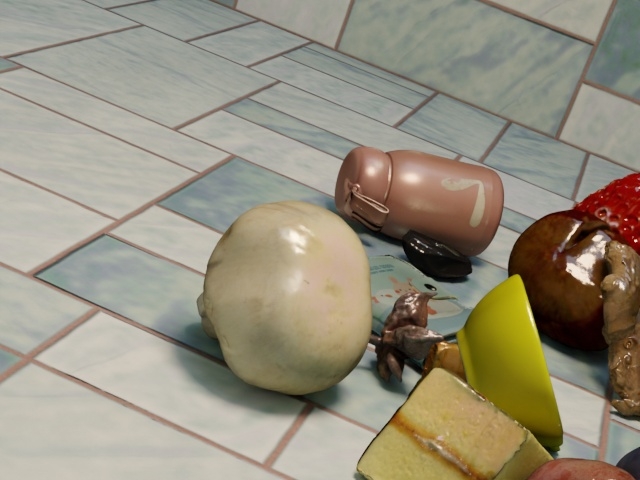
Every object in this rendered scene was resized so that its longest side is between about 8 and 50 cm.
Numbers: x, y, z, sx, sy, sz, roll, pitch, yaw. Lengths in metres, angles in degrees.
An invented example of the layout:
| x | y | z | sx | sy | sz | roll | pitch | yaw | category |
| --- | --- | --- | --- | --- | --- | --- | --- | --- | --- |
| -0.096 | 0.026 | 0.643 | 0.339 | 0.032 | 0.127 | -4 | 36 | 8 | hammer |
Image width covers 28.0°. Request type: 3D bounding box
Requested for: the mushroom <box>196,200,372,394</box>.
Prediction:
| x | y | z | sx | sy | sz | roll | pitch | yaw | category |
| --- | --- | --- | --- | --- | --- | --- | --- | --- | --- |
| -0.058 | 0.082 | 1.681 | 0.234 | 0.254 | 0.260 | -18 | 14 | 41 | mushroom |

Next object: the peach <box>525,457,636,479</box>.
| x | y | z | sx | sy | sz | roll | pitch | yaw | category |
| --- | --- | --- | --- | --- | --- | --- | --- | --- | --- |
| 0.286 | 0.325 | 1.427 | 0.152 | 0.152 | 0.152 | 18 | 19 | -6 | peach |

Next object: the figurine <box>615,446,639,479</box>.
| x | y | z | sx | sy | sz | roll | pitch | yaw | category |
| --- | --- | --- | --- | --- | --- | --- | --- | --- | --- |
| 0.465 | 0.332 | 1.602 | 0.222 | 0.145 | 0.145 | 20 | 19 | -6 | figurine |

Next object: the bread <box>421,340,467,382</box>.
| x | y | z | sx | sy | sz | roll | pitch | yaw | category |
| --- | --- | --- | --- | --- | --- | --- | --- | --- | --- |
| 0.210 | 0.184 | 1.841 | 0.132 | 0.074 | 0.053 | 12 | 9 | -28 | bread |

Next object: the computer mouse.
| x | y | z | sx | sy | sz | roll | pitch | yaw | category |
| --- | --- | --- | --- | --- | --- | --- | --- | --- | --- |
| 0.203 | 0.033 | 2.279 | 0.172 | 0.057 | 0.099 | 18 | 13 | -44 | computer mouse |

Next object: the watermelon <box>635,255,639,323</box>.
| x | y | z | sx | sy | sz | roll | pitch | yaw | category |
| --- | --- | --- | --- | --- | --- | --- | --- | --- | --- |
| 0.616 | 0.150 | 2.135 | 0.228 | 0.258 | 0.387 | 49 | -30 | -13 | watermelon |

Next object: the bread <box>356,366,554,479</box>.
| x | y | z | sx | sy | sz | roll | pitch | yaw | category |
| --- | --- | --- | --- | --- | --- | --- | --- | --- | --- |
| 0.193 | 0.297 | 1.564 | 0.167 | 0.163 | 0.264 | 33 | -10 | 42 | bread |

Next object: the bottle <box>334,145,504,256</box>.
| x | y | z | sx | sy | sz | roll | pitch | yaw | category |
| --- | --- | --- | --- | --- | --- | --- | --- | --- | --- |
| 0.178 | -0.073 | 2.365 | 0.296 | 0.173 | 0.206 | 14 | 34 | -18 | bottle |

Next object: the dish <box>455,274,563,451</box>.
| x | y | z | sx | sy | sz | roll | pitch | yaw | category |
| --- | --- | --- | --- | --- | --- | --- | --- | --- | --- |
| 0.246 | 0.178 | 1.718 | 0.108 | 0.262 | 0.221 | -14 | 61 | 5 | dish |

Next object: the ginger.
| x | y | z | sx | sy | sz | roll | pitch | yaw | category |
| --- | --- | --- | --- | --- | --- | --- | --- | --- | --- |
| 0.488 | 0.135 | 2.015 | 0.122 | 0.290 | 0.084 | 2 | -17 | -24 | ginger |

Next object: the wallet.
| x | y | z | sx | sy | sz | roll | pitch | yaw | category |
| --- | --- | --- | --- | --- | --- | --- | --- | --- | --- |
| 0.130 | 0.107 | 1.976 | 0.176 | 0.075 | 0.250 | -9 | 33 | -44 | wallet |

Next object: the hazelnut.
| x | y | z | sx | sy | sz | roll | pitch | yaw | category |
| --- | --- | --- | --- | --- | --- | --- | --- | --- | --- |
| 0.435 | 0.075 | 2.188 | 0.217 | 0.217 | 0.251 | 8 | 43 | -33 | hazelnut |

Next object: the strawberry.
| x | y | z | sx | sy | sz | roll | pitch | yaw | category |
| --- | --- | --- | --- | --- | --- | --- | --- | --- | --- |
| 0.626 | 0.014 | 2.505 | 0.291 | 0.310 | 0.292 | 31 | 37 | -27 | strawberry |

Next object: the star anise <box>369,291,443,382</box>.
| x | y | z | sx | sy | sz | roll | pitch | yaw | category |
| --- | --- | --- | --- | --- | --- | --- | --- | --- | --- |
| 0.035 | 0.103 | 1.796 | 0.227 | 0.148 | 0.218 | 25 | -26 | -19 | star anise |
